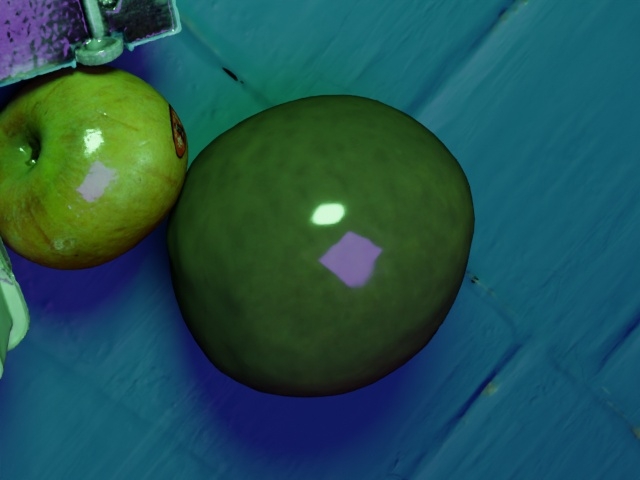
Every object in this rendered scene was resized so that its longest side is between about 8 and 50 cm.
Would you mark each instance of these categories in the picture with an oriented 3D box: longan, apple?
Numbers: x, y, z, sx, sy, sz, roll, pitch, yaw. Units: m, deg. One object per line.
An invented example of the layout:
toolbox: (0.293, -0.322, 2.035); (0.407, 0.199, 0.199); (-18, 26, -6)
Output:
longan: (0.004, 0.002, 1.196); (0.297, 0.297, 0.297); (-11, 116, -23)
apple: (-0.203, -0.064, 1.120); (0.155, 0.182, 0.182); (21, 102, -56)

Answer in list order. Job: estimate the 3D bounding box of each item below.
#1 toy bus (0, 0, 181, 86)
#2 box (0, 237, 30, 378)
toy bus: (-0.275, -0.182, 1.055); (0.297, 0.131, 0.106); (-21, 119, -18)
box: (-0.400, 0.044, 1.042); (0.290, 0.166, 0.221); (-18, 120, -4)
